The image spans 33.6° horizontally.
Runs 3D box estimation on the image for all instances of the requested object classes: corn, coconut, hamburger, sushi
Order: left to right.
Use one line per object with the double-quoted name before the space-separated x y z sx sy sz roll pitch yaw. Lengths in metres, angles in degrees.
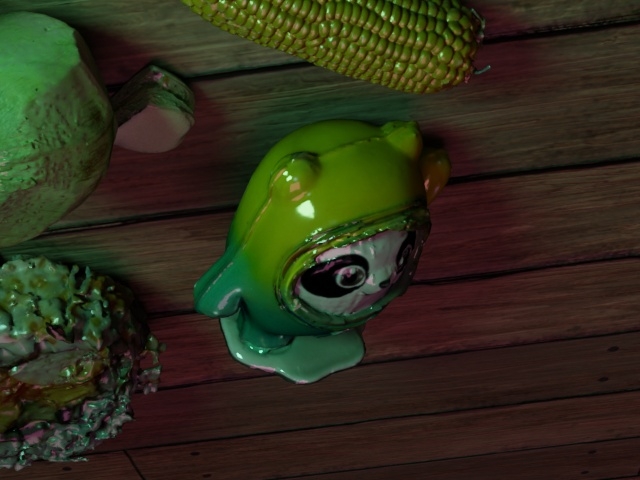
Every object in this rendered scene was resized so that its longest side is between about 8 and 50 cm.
"coconut" -0.298 -0.107 1.024 0.205 0.235 0.236 9 153 22
"sushi" -0.415 0.165 1.463 0.418 0.175 0.417 -8 142 -6
"hamburger" -0.181 -0.132 1.146 0.121 0.054 0.084 -29 145 36
"corn" 0.015 -0.210 1.003 0.305 0.106 0.106 11 144 -23

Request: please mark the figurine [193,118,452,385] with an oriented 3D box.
"figurine" 0.000 0.000 1.245 0.324 0.231 0.340 -18 147 -31
